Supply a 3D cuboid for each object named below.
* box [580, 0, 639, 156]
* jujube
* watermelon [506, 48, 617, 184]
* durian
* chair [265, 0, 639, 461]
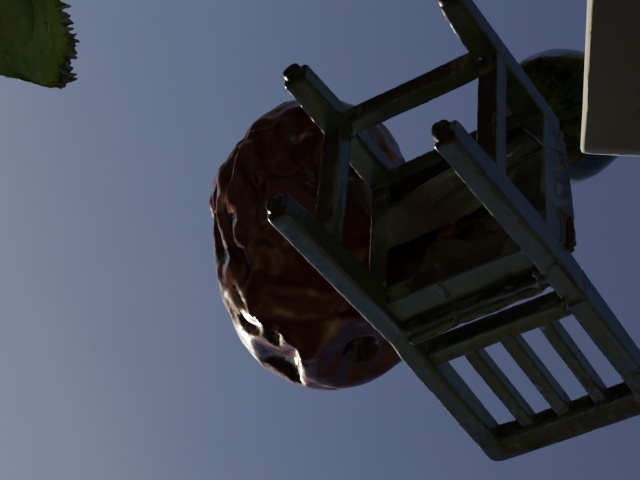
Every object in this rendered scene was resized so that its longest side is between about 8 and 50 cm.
[{"bbox_3d":[0.190,-0.093,0.414,0.233,0.149,0.067,4,-145,11],"label":"box"},{"bbox_3d":[0.000,0.000,1.235,0.174,0.174,0.250,-37,-134,20],"label":"jujube"},{"bbox_3d":[0.234,-0.119,1.578,0.141,0.187,0.141,14,-65,31],"label":"watermelon"},{"bbox_3d":[-0.209,-0.138,0.812,0.215,0.100,0.086,26,-63,8],"label":"durian"},{"bbox_3d":[0.099,-0.005,0.999,0.136,0.270,0.147,-24,-142,27],"label":"chair"}]
